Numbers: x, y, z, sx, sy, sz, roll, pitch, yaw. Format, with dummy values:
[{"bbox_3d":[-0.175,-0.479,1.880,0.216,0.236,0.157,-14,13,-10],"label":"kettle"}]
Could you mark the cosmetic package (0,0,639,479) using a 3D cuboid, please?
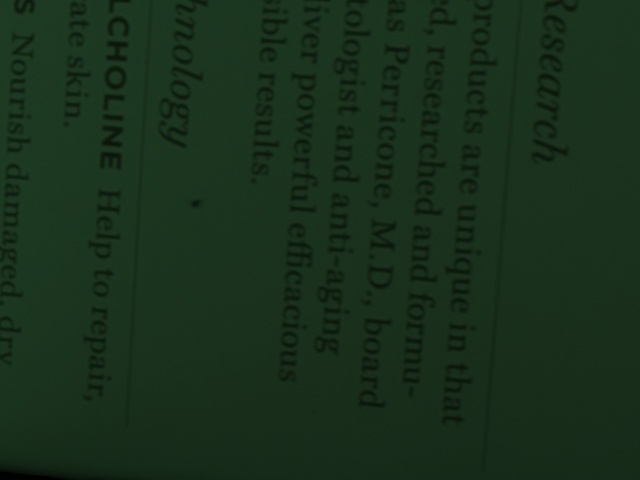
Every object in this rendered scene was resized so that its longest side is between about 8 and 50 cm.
[{"bbox_3d":[0.058,-0.060,0.764,0.394,0.327,0.329,5,5,14],"label":"cosmetic package"}]
